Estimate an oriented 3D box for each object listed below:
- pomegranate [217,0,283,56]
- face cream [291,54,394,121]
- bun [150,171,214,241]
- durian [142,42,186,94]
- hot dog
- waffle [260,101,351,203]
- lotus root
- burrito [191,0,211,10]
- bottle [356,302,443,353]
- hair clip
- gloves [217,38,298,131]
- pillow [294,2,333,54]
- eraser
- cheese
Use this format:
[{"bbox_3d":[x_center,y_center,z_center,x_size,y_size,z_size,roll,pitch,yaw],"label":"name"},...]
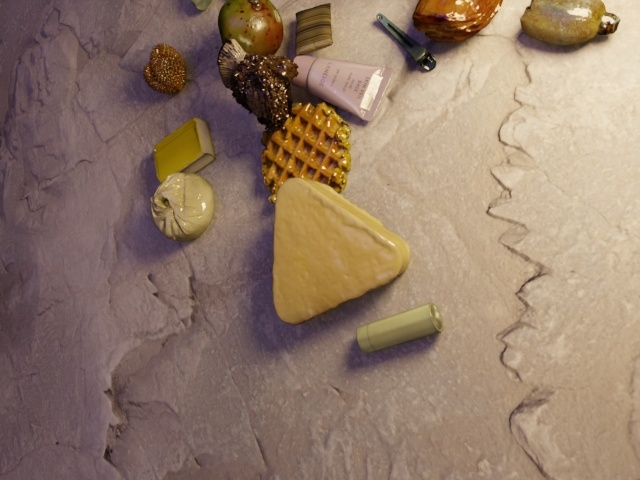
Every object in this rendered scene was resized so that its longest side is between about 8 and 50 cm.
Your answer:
[{"bbox_3d":[-0.221,-0.609,1.443,0.198,0.198,0.246,48,118,27],"label":"pomegranate"},{"bbox_3d":[0.049,-0.430,1.315,0.273,0.096,0.154,23,87,21],"label":"face cream"},{"bbox_3d":[-0.454,-0.111,1.550,0.229,0.145,0.230,-7,78,34],"label":"bun"},{"bbox_3d":[-0.537,-0.587,1.674,0.168,0.136,0.158,51,130,12],"label":"durian"},{"bbox_3d":[0.330,-0.595,1.137,0.196,0.122,0.273,16,76,32],"label":"hot dog"},{"bbox_3d":[-0.046,-0.245,1.355,0.301,0.068,0.325,-15,77,30],"label":"waffle"},{"bbox_3d":[0.526,-0.470,1.016,0.192,0.088,0.113,28,92,31],"label":"lotus root"},{"bbox_3d":[-0.360,-0.892,1.600,0.228,0.089,0.144,-26,75,43],"label":"burrito"},{"bbox_3d":[0.186,0.211,1.148,0.201,0.072,0.072,-25,71,28],"label":"bottle"},{"bbox_3d":[0.212,-0.517,1.243,0.039,0.070,0.230,-48,55,21],"label":"hair clip"},{"bbox_3d":[-0.165,-0.430,1.334,0.312,0.135,0.210,51,143,23],"label":"gloves"},{"bbox_3d":[-0.019,-0.597,1.361,0.113,0.038,0.204,-11,54,15],"label":"pillow"},{"bbox_3d":[-0.462,-0.296,1.619,0.225,0.069,0.158,-26,70,26],"label":"eraser"},{"bbox_3d":[0.001,-0.001,1.235,0.383,0.104,0.385,2,95,27],"label":"cheese"}]
